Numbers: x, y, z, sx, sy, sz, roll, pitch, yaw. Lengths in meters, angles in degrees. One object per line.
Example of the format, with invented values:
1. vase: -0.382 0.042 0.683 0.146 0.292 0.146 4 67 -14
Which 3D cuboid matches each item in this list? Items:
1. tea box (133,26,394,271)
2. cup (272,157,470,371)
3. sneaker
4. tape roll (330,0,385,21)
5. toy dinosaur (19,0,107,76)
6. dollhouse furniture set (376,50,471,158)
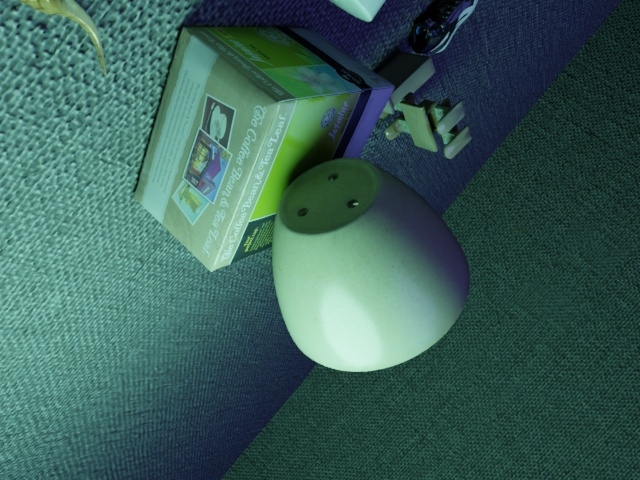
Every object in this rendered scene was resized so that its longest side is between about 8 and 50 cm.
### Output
1. tea box: -0.099 -0.170 1.097 0.324 0.220 0.329 -24 148 -51
2. cup: 0.051 0.008 1.028 0.331 0.331 0.237 -43 133 -16
3. sneaker: 0.284 -0.521 1.458 0.121 0.079 0.216 -30 154 -45
4. tape roll: 0.018 -0.432 0.834 0.169 0.246 0.246 -54 159 10
5. toy dinosaur: -0.306 -0.280 0.729 0.112 0.064 0.211 -37 156 22
6. dollhouse furniture set: 0.210 -0.302 1.530 0.161 0.212 0.242 -45 133 -17
